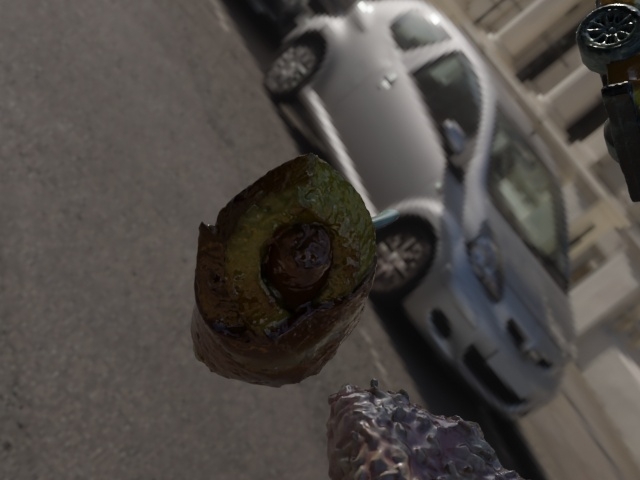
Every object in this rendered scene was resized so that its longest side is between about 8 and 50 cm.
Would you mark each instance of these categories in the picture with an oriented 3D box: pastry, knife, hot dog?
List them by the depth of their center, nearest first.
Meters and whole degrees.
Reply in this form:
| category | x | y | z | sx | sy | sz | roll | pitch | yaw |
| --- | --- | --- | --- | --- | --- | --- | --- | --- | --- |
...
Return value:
| category | x | y | z | sx | sy | sz | roll | pitch | yaw |
| --- | --- | --- | --- | --- | --- | --- | --- | --- | --- |
| pastry | 0.082 | 0.190 | 0.617 | 0.103 | 0.112 | 0.265 | -56 | 135 | -47 |
| hot dog | -0.023 | 0.041 | 0.813 | 0.093 | 0.123 | 0.261 | 55 | -14 | 15 |
| knife | 0.000 | 0.001 | 1.270 | 0.028 | 0.210 | 0.015 | 23 | -57 | 45 |

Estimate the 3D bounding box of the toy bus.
| category | x | y | z | sx | sy | sz | roll | pitch | yaw |
| --- | --- | --- | --- | --- | --- | --- | --- | --- | --- |
| toy bus | 0.330 | -0.213 | 1.110 | 0.162 | 0.194 | 0.323 | 58 | 30 | -47 |
